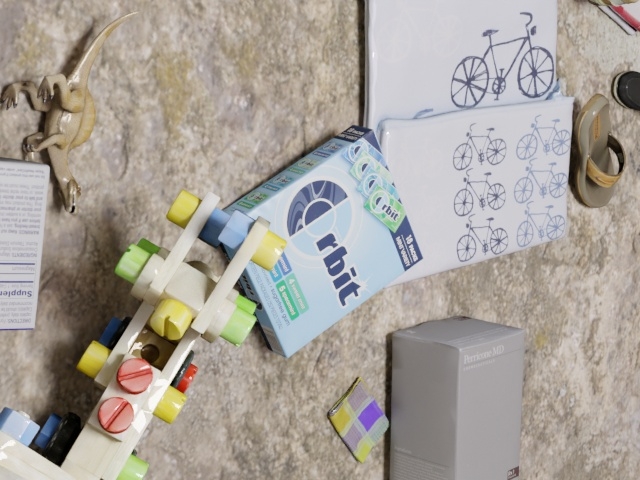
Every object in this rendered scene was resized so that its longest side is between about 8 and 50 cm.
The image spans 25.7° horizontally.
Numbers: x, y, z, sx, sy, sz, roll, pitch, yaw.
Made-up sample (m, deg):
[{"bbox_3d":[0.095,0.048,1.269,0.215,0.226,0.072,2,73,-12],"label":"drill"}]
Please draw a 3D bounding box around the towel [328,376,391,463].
[{"bbox_3d":[0.043,0.192,1.500,0.060,0.009,0.083,-47,126,-27],"label":"towel"}]

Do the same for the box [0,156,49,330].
[{"bbox_3d":[-0.290,0.000,1.108,0.126,0.072,0.137,2,96,-44],"label":"box"}]

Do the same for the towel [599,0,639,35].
[{"bbox_3d":[0.380,-0.440,1.675,0.237,0.037,0.329,28,79,-42],"label":"towel"}]

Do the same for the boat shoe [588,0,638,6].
[{"bbox_3d":[0.322,-0.353,1.574,0.068,0.072,0.190,-40,122,-25],"label":"boat shoe"}]

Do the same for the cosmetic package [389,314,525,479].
[{"bbox_3d":[0.149,0.210,1.538,0.127,0.107,0.237,-13,110,-46],"label":"cosmetic package"}]

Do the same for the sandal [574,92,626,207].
[{"bbox_3d":[0.338,-0.099,1.670,0.072,0.049,0.180,-50,147,-27],"label":"sandal"}]

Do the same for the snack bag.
[{"bbox_3d":[0.168,-0.140,1.529,0.323,0.037,0.342,-12,108,-41],"label":"snack bag"}]

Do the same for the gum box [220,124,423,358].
[{"bbox_3d":[0.000,0.000,1.379,0.184,0.041,0.157,-35,118,-23],"label":"gum box"}]

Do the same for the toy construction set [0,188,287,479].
[{"bbox_3d":[-0.165,0.114,1.159,0.151,0.215,0.327,45,73,-1],"label":"toy construction set"}]

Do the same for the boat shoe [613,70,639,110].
[{"bbox_3d":[0.416,-0.181,1.756,0.133,0.042,0.048,15,90,-42],"label":"boat shoe"}]

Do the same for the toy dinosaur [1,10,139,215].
[{"bbox_3d":[-0.216,-0.116,1.182,0.093,0.053,0.183,7,100,-59],"label":"toy dinosaur"}]
